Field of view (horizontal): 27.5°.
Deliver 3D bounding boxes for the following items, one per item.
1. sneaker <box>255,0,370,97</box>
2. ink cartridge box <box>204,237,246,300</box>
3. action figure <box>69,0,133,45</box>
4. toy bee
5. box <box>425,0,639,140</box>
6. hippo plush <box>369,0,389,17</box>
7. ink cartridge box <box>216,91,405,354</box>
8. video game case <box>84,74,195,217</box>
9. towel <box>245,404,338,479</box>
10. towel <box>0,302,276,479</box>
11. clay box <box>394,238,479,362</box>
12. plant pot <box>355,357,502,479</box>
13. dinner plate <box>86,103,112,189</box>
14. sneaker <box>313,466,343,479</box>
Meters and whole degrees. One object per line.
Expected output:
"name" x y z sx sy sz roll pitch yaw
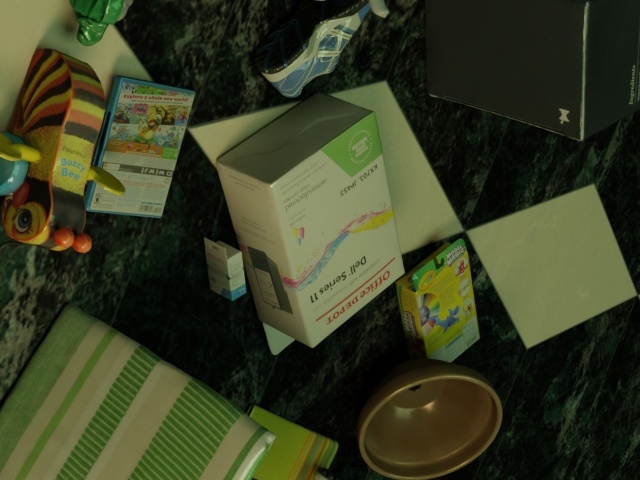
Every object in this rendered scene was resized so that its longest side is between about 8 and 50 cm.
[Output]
"sneaker" 0.003 -0.278 1.739 0.211 0.080 0.081 -43 142 -11
"ink cartridge box" -0.129 0.033 1.761 0.028 0.048 0.083 -29 128 -35
"action figure" -0.221 -0.324 1.451 0.063 0.137 0.232 5 114 -61
"toy bee" -0.295 -0.054 1.454 0.195 0.162 0.298 -12 117 -46
"box" 0.391 -0.339 1.953 0.395 0.293 0.212 -29 127 -36
"hippo plush" 0.037 -0.422 1.612 0.236 0.294 0.234 88 -3 -61
"ink cartridge box" 0.000 0.000 1.829 0.207 0.119 0.353 -38 132 -30
"video game case" -0.221 -0.112 1.591 0.119 0.015 0.166 5 106 -47
"towel" -0.060 0.326 2.005 0.237 0.021 0.102 34 80 -49
"towel" -0.240 0.251 1.541 0.248 0.325 0.038 -59 156 -8
"clay box" 0.192 0.104 2.139 0.127 0.053 0.222 -36 131 -29
"plant pot" 0.166 0.270 2.115 0.237 0.110 0.237 -7 129 -9
"dinner plate" -0.236 -0.111 1.599 0.141 0.017 0.141 -22 123 -39
"sneaker" 0.029 0.442 2.090 0.086 0.085 0.237 -41 143 -16
